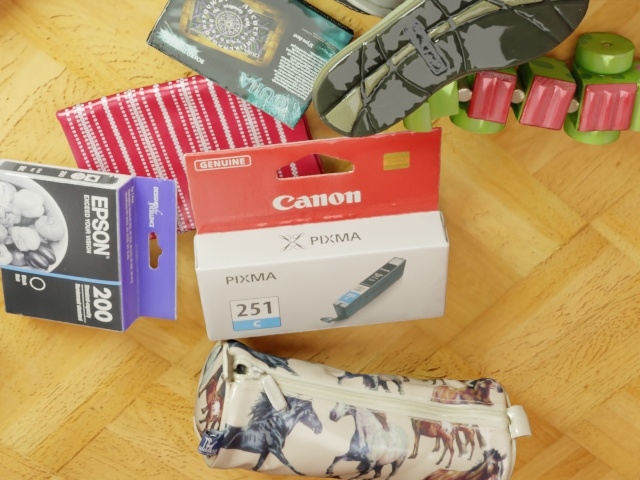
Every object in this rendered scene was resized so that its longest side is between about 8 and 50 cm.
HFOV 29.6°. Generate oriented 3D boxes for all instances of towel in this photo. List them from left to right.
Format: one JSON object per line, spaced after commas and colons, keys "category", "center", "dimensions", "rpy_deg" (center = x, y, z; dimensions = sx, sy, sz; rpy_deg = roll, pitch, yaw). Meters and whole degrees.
{"category": "towel", "center": [-0.140, -0.095, 1.385], "dimensions": [0.275, 0.031, 0.198], "rpy_deg": [-13, 123, 3]}

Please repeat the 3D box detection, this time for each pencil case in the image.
{"category": "pencil case", "center": [0.048, 0.230, 1.537], "dimensions": [0.410, 0.159, 0.183], "rpy_deg": [9, 156, -11]}

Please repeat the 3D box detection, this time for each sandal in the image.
{"category": "sandal", "center": [0.125, -0.213, 1.238], "dimensions": [0.303, 0.086, 0.120], "rpy_deg": [-25, 110, 9]}

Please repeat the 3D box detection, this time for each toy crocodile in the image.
{"category": "toy crocodile", "center": [0.252, -0.163, 1.331], "dimensions": [0.341, 0.105, 0.115], "rpy_deg": [3, 124, -8]}

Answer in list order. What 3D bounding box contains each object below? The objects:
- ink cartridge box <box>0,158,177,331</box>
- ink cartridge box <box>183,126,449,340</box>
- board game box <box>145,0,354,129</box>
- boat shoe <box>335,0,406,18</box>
{"category": "ink cartridge box", "center": [-0.271, 0.011, 1.408], "dimensions": [0.208, 0.045, 0.206], "rpy_deg": [7, 125, 4]}
{"category": "ink cartridge box", "center": [0.000, 0.000, 1.410], "dimensions": [0.296, 0.066, 0.261], "rpy_deg": [-6, 137, -2]}
{"category": "board game box", "center": [-0.075, -0.217, 1.289], "dimensions": [0.186, 0.026, 0.126], "rpy_deg": [30, 111, -13]}
{"category": "boat shoe", "center": [-0.025, -0.320, 1.211], "dimensions": [0.302, 0.114, 0.091], "rpy_deg": [38, 154, -33]}
